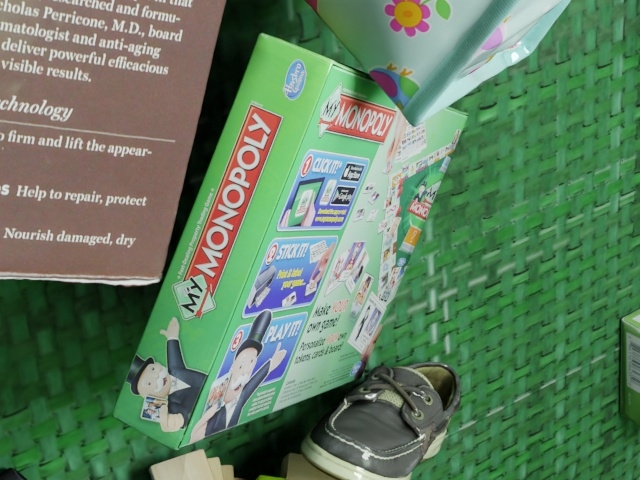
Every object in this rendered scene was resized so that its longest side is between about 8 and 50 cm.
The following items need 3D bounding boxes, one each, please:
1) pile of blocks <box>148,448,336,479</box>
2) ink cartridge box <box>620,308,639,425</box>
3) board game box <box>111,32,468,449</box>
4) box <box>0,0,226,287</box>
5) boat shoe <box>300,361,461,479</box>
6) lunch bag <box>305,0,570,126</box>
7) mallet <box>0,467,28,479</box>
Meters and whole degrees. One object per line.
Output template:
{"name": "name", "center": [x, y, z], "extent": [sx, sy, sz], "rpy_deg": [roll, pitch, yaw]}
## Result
{"name": "pile of blocks", "center": [-0.117, 0.242, 0.879], "extent": [0.362, 0.149, 0.112], "rpy_deg": [-12, 160, -23]}
{"name": "ink cartridge box", "center": [0.379, 0.092, 1.193], "extent": [0.209, 0.062, 0.109], "rpy_deg": [-23, 121, -28]}
{"name": "board game box", "center": [0.000, 0.000, 0.774], "extent": [0.213, 0.046, 0.317], "rpy_deg": [-69, 163, 7]}
{"name": "box", "center": [-0.166, -0.101, 0.629], "extent": [0.167, 0.168, 0.203], "rpy_deg": [3, 107, -37]}
{"name": "boat shoe", "center": [0.051, 0.124, 0.905], "extent": [0.073, 0.080, 0.223], "rpy_deg": [-66, 162, 8]}
{"name": "lunch bag", "center": [0.073, -0.228, 0.602], "extent": [0.160, 0.223, 0.262], "rpy_deg": [-34, 167, -46]}
{"name": "mallet", "center": [-0.189, 0.185, 0.735], "extent": [0.062, 0.189, 0.039], "rpy_deg": [-41, 105, -8]}
